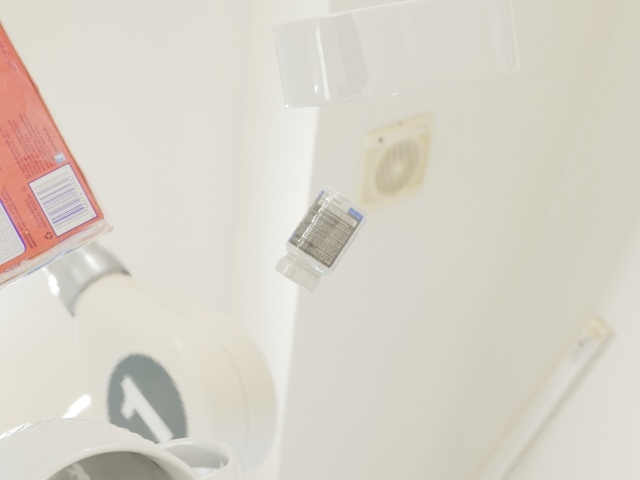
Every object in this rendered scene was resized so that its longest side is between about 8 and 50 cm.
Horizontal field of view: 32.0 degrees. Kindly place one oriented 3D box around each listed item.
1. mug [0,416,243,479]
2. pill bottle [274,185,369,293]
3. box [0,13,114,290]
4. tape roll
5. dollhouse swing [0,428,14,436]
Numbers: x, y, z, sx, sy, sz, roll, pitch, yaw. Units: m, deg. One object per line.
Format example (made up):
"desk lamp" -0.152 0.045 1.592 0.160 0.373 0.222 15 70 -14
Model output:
"mug" -0.273 0.341 1.401 0.374 0.328 0.276 -19 -79 -29
"pill bottle" 0.000 0.000 1.546 0.137 0.078 0.078 -56 -27 -1
"box" -0.299 -0.107 0.873 0.154 0.300 0.142 -29 1 -8
"tape roll" 0.088 -0.227 1.312 0.286 0.286 0.100 -19 -77 -40
"dollhouse swing" -0.391 0.408 1.468 0.315 0.347 0.305 -39 -24 -20
